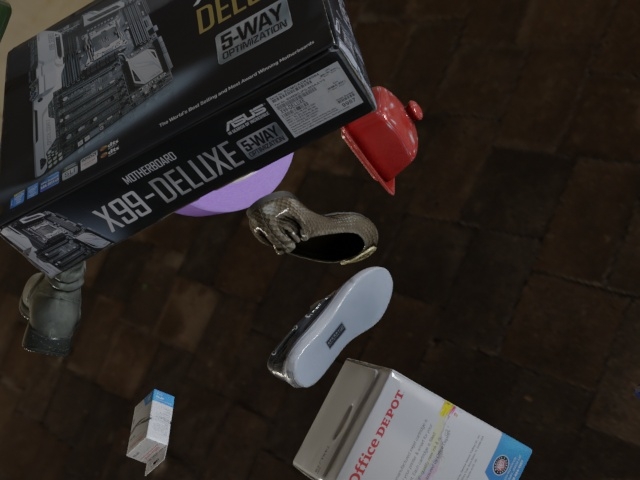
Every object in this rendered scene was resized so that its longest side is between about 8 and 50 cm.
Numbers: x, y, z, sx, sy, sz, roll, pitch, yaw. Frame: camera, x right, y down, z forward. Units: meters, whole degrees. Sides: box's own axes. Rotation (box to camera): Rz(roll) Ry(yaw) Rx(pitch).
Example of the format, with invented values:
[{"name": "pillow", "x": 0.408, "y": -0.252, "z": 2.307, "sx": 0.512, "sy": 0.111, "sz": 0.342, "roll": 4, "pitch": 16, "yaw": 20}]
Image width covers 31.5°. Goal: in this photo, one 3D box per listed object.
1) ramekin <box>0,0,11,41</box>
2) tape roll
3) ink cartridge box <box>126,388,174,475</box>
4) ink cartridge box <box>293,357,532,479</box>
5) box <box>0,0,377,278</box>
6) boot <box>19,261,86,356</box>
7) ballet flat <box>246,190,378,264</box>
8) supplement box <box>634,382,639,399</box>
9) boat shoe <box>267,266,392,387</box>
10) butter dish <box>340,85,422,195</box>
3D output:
[{"name": "ramekin", "x": -0.562, "y": -0.312, "z": 1.503, "sx": 0.303, "sy": 0.303, "sz": 0.148, "roll": 35, "pitch": 99, "yaw": 54}, {"name": "tape roll", "x": -0.174, "y": -0.176, "z": 1.732, "sx": 0.090, "sy": 0.274, "sz": 0.275, "roll": -7, "pitch": 61, "yaw": 56}, {"name": "ink cartridge box", "x": -0.192, "y": 0.216, "z": 1.277, "sx": 0.048, "sy": 0.028, "sz": 0.083, "roll": -44, "pitch": 30, "yaw": 37}, {"name": "ink cartridge box", "x": 0.137, "y": 0.335, "z": 1.755, "sx": 0.198, "sy": 0.270, "sz": 0.197, "roll": -61, "pitch": 17, "yaw": -9}, {"name": "box", "x": -0.120, "y": -0.136, "z": 0.942, "sx": 0.307, "sy": 0.076, "sz": 0.242, "roll": -26, "pitch": 44, "yaw": 14}, {"name": "boot", "x": -0.338, "y": 0.041, "z": 1.497, "sx": 0.246, "sy": 0.083, "sz": 0.161, "roll": -133, "pitch": 58, "yaw": -69}, {"name": "ballet flat", "x": 0.000, "y": 0.000, "z": 1.259, "sx": 0.084, "sy": 0.250, "sz": 0.058, "roll": -34, "pitch": 68, "yaw": 16}, {"name": "supplement box", "x": 0.516, "y": 0.207, "z": 1.089, "sx": 0.195, "sy": 0.356, "sz": 0.194, "roll": -42, "pitch": -5, "yaw": -9}, {"name": "boat shoe", "x": 0.011, "y": 0.115, "z": 1.577, "sx": 0.076, "sy": 0.080, "sz": 0.228, "roll": 9, "pitch": 48, "yaw": 44}, {"name": "butter dish", "x": 0.110, "y": -0.183, "z": 1.826, "sx": 0.118, "sy": 0.160, "sz": 0.160, "roll": -30, "pitch": 27, "yaw": 18}]
